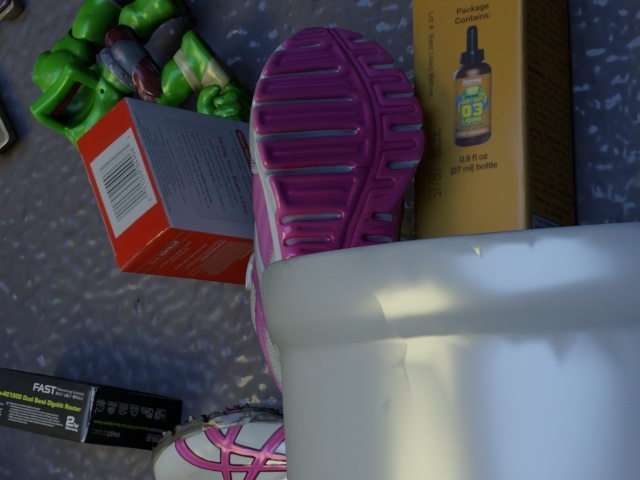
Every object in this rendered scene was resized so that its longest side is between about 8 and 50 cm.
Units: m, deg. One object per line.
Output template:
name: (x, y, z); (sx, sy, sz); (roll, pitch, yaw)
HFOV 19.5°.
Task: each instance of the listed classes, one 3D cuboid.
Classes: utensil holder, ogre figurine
utensil holder: (0.147, 0.194, 0.847); (0.327, 0.327, 0.385); (-6, 86, 33)
ogre figurine: (-0.128, -0.107, 1.247); (0.118, 0.097, 0.197); (-39, 72, 8)

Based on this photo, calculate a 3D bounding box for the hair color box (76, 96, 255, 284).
hair color box: (-0.061, -0.025, 1.136); (0.053, 0.167, 0.093); (-38, 61, 32)

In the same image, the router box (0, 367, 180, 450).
router box: (-0.167, 0.110, 1.227); (0.122, 0.092, 0.038); (6, 83, 35)

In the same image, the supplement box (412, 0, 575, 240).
supplement box: (0.102, -0.043, 1.090); (0.078, 0.080, 0.233); (-7, 78, 31)

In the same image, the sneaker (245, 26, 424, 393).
sneaker: (0.000, 0.000, 1.072); (0.111, 0.103, 0.252); (127, 145, -65)

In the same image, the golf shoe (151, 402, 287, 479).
golf shoe: (-0.027, 0.141, 1.142); (0.186, 0.067, 0.086); (-14, 74, 31)

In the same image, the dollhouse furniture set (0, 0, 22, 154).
dollhouse furniture set: (-0.255, -0.124, 1.341); (0.091, 0.081, 0.114); (-39, 61, 21)
